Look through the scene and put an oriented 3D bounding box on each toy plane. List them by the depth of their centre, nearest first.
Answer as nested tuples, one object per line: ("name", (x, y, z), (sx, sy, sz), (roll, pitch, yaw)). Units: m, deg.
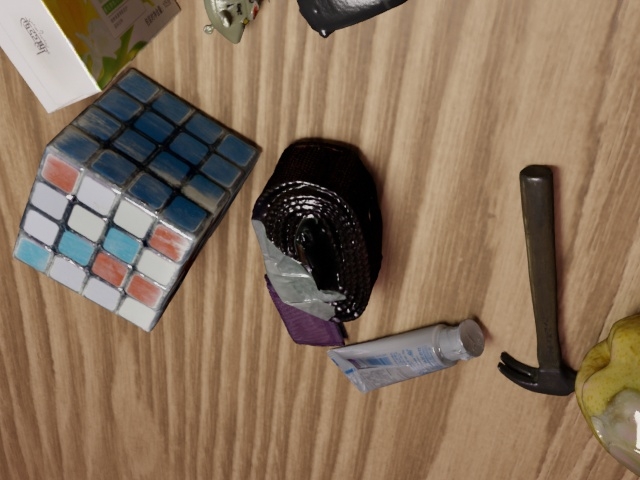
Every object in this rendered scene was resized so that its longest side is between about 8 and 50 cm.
("toy plane", (-0.121, -0.393, 1.236), (0.108, 0.092, 0.286), (-6, 128, 0))

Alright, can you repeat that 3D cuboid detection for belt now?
("belt", (0.000, 0.000, 1.448), (0.184, 0.164, 0.289), (-2, 129, 17))

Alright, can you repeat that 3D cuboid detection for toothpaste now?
("toothpaste", (0.147, 0.202, 1.622), (0.299, 0.073, 0.114), (-22, 117, 42))

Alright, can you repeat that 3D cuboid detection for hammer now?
("hammer", (0.351, 0.076, 1.448), (0.169, 0.044, 0.439), (1, 127, 19))

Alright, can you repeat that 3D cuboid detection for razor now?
("razor", (0.040, -0.331, 1.236), (0.148, 0.054, 0.090), (-17, 115, 31))

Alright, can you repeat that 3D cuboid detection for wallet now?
("wallet", (-0.027, 0.123, 1.646), (0.111, 0.030, 0.165), (-6, 125, 25))

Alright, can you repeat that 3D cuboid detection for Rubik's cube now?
("Rubik's cube", (-0.286, -0.062, 1.451), (0.259, 0.256, 0.253), (33, 132, -5))

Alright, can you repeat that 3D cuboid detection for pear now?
("pear", (0.520, 0.234, 1.390), (0.271, 0.271, 0.271), (11, 130, 14))

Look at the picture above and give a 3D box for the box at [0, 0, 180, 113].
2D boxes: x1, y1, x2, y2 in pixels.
("box", (-0.325, -0.323, 1.253), (0.111, 0.260, 0.194), (-14, 121, 31))
